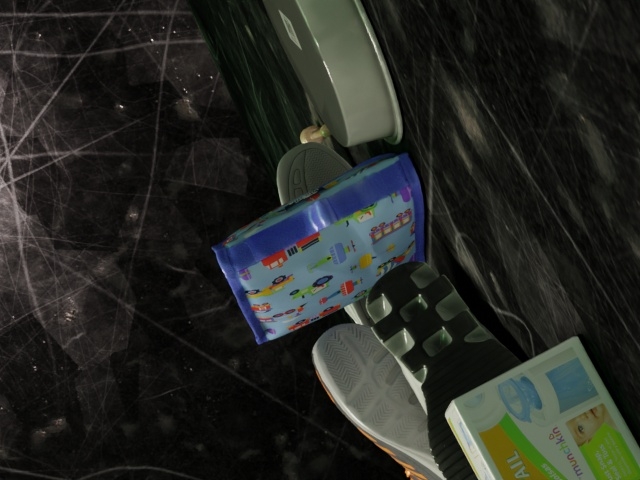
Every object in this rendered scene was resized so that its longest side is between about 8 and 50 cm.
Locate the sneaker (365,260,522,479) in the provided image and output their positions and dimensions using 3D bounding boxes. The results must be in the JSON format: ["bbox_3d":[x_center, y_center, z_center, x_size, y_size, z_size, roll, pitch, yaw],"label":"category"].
[{"bbox_3d":[0.162,0.165,1.365,0.146,0.122,0.330,53,-172,-40],"label":"sneaker"}]

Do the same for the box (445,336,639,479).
[{"bbox_3d":[0.194,0.195,1.066,0.203,0.114,0.103,62,175,12],"label":"box"}]

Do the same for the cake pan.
[{"bbox_3d":[-0.005,-0.220,1.386,0.293,0.054,0.293,64,175,10],"label":"cake pan"}]

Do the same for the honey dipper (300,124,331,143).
[{"bbox_3d":[-0.001,-0.148,1.913,0.030,0.030,0.161,64,171,-6],"label":"honey dipper"}]

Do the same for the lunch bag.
[{"bbox_3d":[0.000,0.000,1.483,0.138,0.221,0.293,63,175,6],"label":"lunch bag"}]

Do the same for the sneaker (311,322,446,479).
[{"bbox_3d":[0.103,0.243,1.527,0.321,0.124,0.180,42,145,16],"label":"sneaker"}]

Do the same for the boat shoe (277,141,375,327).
[{"bbox_3d":[0.042,0.019,1.811,0.320,0.118,0.103,56,170,7],"label":"boat shoe"}]
